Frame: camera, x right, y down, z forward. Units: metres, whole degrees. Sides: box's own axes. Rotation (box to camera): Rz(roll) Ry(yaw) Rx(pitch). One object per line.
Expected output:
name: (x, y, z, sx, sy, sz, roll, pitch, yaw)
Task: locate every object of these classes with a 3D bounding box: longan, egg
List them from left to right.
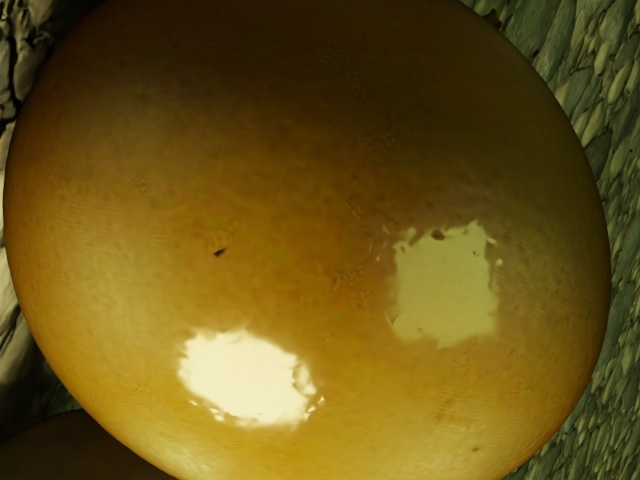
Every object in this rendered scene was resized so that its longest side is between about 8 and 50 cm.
longan: (-0.138, 0.188, 1.084, 0.204, 0.159, 0.185, -46, 157, -8)
egg: (0.000, 0.000, 1.006, 0.351, 0.282, 0.283, 30, 84, -37)

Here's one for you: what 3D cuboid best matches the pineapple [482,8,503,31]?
pineapple: (0.012, -0.070, 1.240, 0.236, 0.114, 0.186, -61, 159, -5)
